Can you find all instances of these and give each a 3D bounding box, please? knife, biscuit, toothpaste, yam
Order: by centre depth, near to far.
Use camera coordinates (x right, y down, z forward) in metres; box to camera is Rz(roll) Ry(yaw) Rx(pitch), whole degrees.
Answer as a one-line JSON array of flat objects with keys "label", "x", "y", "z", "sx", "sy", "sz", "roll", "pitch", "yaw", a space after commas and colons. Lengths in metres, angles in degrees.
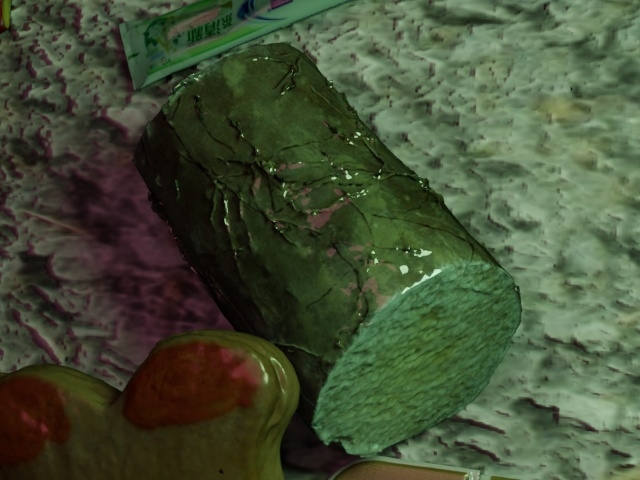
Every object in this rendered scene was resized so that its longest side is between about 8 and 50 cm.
[{"label": "biscuit", "x": -0.116, "y": 0.279, "z": 1.588, "sx": 0.368, "sy": 0.076, "sz": 0.394, "roll": -13, "pitch": 96, "yaw": 27}, {"label": "yam", "x": 0.000, "y": 0.000, "z": 1.655, "sx": 0.241, "sy": 0.241, "sz": 0.348, "roll": -39, "pitch": 70, "yaw": 1}, {"label": "knife", "x": 0.129, "y": 0.229, "z": 1.679, "sx": 0.256, "sy": 0.022, "sz": 0.046, "roll": 6, "pitch": 82, "yaw": 13}, {"label": "toothpaste", "x": -0.056, "y": -0.229, "z": 1.816, "sx": 0.297, "sy": 0.048, "sz": 0.074, "roll": -19, "pitch": 73, "yaw": 10}]

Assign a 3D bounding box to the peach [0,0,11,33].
[{"label": "peach", "x": -0.337, "y": -0.251, "z": 1.876, "sx": 0.083, "sy": 0.050, "sz": 0.077, "roll": -44, "pitch": 74, "yaw": -5}]
